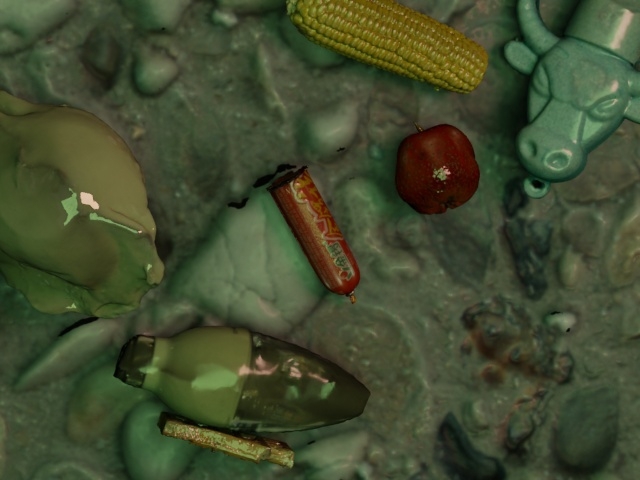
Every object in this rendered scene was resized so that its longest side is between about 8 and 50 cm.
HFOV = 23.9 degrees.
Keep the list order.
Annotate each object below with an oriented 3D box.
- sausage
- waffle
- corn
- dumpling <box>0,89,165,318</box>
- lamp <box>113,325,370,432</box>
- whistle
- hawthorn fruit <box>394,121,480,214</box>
[{"bbox_3d":[0.000,0.000,1.469,0.048,0.050,0.145,-27,104,4],"label":"sausage"},{"bbox_3d":[-0.091,0.195,1.474,0.135,0.092,0.021,16,86,-8],"label":"waffle"},{"bbox_3d":[0.062,-0.194,1.431,0.206,0.067,0.067,21,97,-13],"label":"corn"},{"bbox_3d":[-0.249,-0.026,1.389,0.258,0.147,0.193,43,129,10],"label":"dumpling"},{"bbox_3d":[-0.073,0.136,1.460,0.250,0.101,0.101,13,99,-13],"label":"lamp"},{"bbox_3d":[0.261,-0.165,1.450,0.186,0.093,0.274,25,94,15],"label":"whistle"},{"bbox_3d":[0.108,-0.072,1.454,0.093,0.093,0.093,-1,101,-7],"label":"hawthorn fruit"}]
